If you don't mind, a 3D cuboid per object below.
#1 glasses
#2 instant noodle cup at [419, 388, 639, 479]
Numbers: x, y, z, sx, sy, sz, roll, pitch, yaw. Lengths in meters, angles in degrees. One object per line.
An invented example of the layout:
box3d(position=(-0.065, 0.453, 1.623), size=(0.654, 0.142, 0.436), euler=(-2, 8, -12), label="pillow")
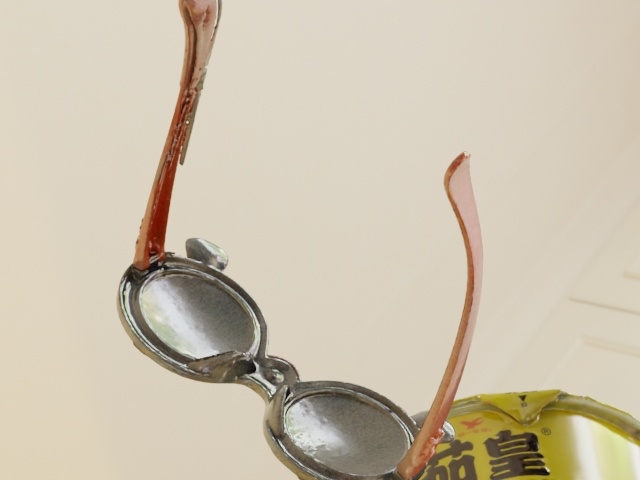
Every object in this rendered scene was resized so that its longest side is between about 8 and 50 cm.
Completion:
box3d(position=(0.000, 0.000, 0.714), size=(0.118, 0.234, 0.268), euler=(-31, -29, -44), label="glasses")
box3d(position=(0.162, 0.318, 0.975), size=(0.254, 0.326, 0.325), euler=(-91, -20, -56), label="instant noodle cup")
